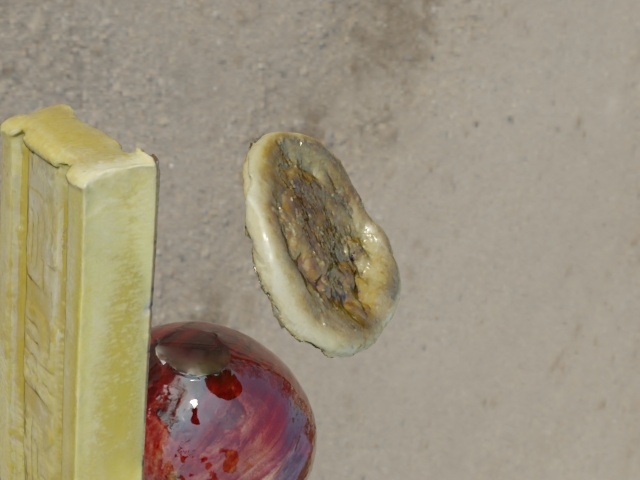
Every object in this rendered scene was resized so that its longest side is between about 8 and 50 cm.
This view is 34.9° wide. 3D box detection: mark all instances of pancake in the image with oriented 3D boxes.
[{"bbox_3d":[-0.001,0.000,1.181,0.282,0.049,0.282,36,39,-37],"label":"pancake"}]

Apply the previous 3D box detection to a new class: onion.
[{"bbox_3d":[-0.184,0.265,1.459,0.341,0.341,0.341,-14,108,-50],"label":"onion"}]

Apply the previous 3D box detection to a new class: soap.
[{"bbox_3d":[-0.110,0.072,0.450,0.037,0.092,0.252,-10,115,-36],"label":"soap"}]
